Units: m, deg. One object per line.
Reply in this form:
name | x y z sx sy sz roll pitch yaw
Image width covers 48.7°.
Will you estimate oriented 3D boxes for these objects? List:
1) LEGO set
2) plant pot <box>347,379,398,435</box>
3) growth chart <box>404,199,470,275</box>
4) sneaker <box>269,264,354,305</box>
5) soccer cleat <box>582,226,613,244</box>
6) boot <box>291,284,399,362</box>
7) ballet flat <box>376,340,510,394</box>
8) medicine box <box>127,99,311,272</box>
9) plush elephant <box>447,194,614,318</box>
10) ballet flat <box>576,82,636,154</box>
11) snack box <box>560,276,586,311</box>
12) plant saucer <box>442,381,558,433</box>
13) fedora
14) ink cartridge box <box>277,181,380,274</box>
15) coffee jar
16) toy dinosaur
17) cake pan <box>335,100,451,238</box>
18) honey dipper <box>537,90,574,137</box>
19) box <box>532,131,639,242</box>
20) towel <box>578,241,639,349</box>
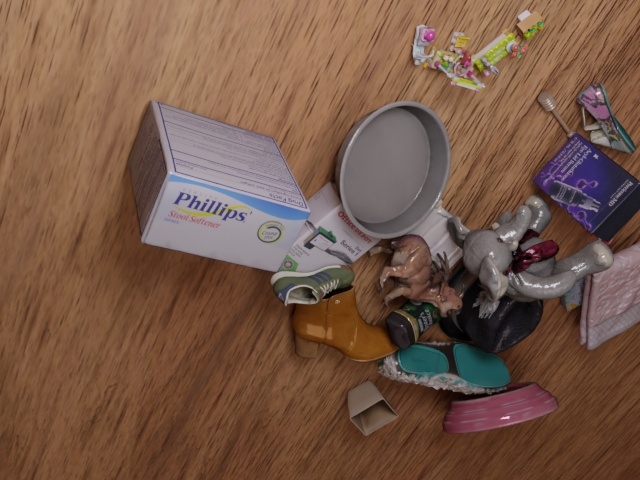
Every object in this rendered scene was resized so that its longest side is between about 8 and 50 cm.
LEGO set | 0.326 -0.368 1.407 0.287 0.107 0.132 -10 128 -13
plant pot | 0.134 0.456 1.969 0.109 0.096 0.109 -32 131 5
growth chart | 0.276 -0.004 1.721 0.172 0.021 0.237 -40 129 13
sneaker | -0.009 0.106 1.536 0.192 0.086 0.064 -4 128 -18
soccer cleat | 0.703 -0.077 1.787 0.095 0.083 0.248 -40 126 6
boot | 0.076 0.195 1.746 0.295 0.104 0.211 -2 126 -14
ballet flat | 0.332 0.352 1.963 0.409 0.147 0.147 14 119 -25
medicine box | -0.196 -0.102 1.299 0.264 0.289 0.149 14 119 -28
plush elephant | 0.433 0.023 1.615 0.330 0.271 0.255 -43 137 12
ballet flat | 0.651 -0.269 1.632 0.079 0.076 0.221 -27 128 26
snack box | 0.739 0.127 1.978 0.141 0.037 0.100 -26 129 -1
plant saucer | 0.508 0.475 2.035 0.332 0.084 0.332 -14 171 -2
fedora | 0.468 0.176 1.842 0.334 0.152 0.333 -10 128 -13
ink cartridge box | 0.000 0.000 1.576 0.219 0.092 0.160 -40 129 13
coffee jar | 0.245 0.186 1.771 0.184 0.079 0.096 -36 127 -27
toy dinosaur | 0.224 0.060 1.652 0.200 0.127 0.295 -21 133 -1
cake pan | 0.149 -0.149 1.484 0.293 0.054 0.293 -13 114 -30
honey dipper | 0.540 -0.279 1.604 0.030 0.030 0.161 -41 130 13
box | 0.624 -0.122 1.626 0.108 0.207 0.153 17 117 -47
towel | 0.878 0.132 1.991 0.332 0.053 0.316 -24 131 -16
